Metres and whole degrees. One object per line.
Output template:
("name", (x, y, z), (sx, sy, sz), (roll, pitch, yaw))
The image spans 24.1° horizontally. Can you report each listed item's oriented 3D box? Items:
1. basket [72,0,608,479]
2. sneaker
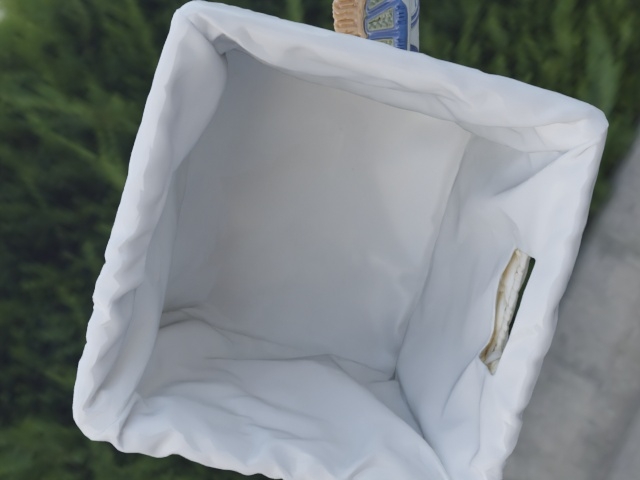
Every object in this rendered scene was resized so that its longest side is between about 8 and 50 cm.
("basket", (0.000, 0.000, 1.184), (0.266, 0.331, 0.328), (-122, 47, -77))
("sneaker", (0.086, -0.313, 1.694), (0.111, 0.131, 0.297), (6, 106, 44))
